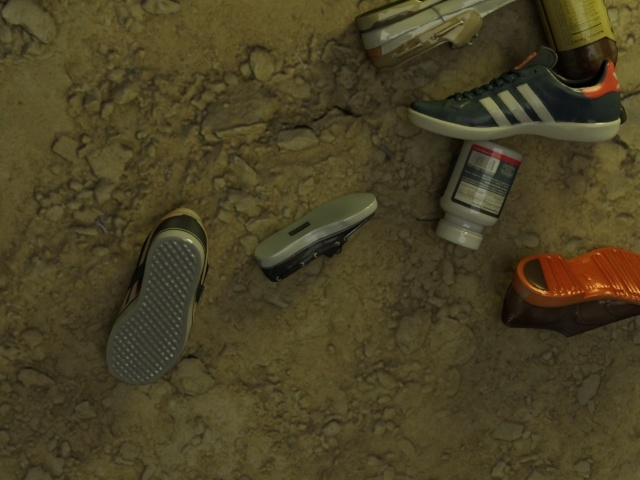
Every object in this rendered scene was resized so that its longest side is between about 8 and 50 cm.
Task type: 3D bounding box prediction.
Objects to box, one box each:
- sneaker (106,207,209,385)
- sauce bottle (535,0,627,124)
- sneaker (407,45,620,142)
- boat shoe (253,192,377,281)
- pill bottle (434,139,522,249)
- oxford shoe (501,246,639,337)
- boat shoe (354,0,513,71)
[{"bbox_3d":[-0.256,0.092,1.741,0.126,0.127,0.321,22,121,-10],"label":"sneaker"},{"bbox_3d":[0.437,-0.353,1.804,0.111,0.111,0.344,-23,108,-7],"label":"sauce bottle"},{"bbox_3d":[0.319,-0.248,1.758,0.350,0.131,0.148,0,109,2],"label":"sneaker"},{"bbox_3d":[0.000,0.000,1.798,0.228,0.080,0.076,-30,124,-8],"label":"boat shoe"},{"bbox_3d":[0.264,-0.081,1.820,0.108,0.108,0.180,19,97,-16],"label":"pill bottle"},{"bbox_3d":[0.489,0.100,1.922,0.363,0.130,0.133,3,134,-20],"label":"oxford shoe"},{"bbox_3d":[0.213,-0.366,1.755,0.302,0.113,0.103,-18,106,2],"label":"boat shoe"}]
